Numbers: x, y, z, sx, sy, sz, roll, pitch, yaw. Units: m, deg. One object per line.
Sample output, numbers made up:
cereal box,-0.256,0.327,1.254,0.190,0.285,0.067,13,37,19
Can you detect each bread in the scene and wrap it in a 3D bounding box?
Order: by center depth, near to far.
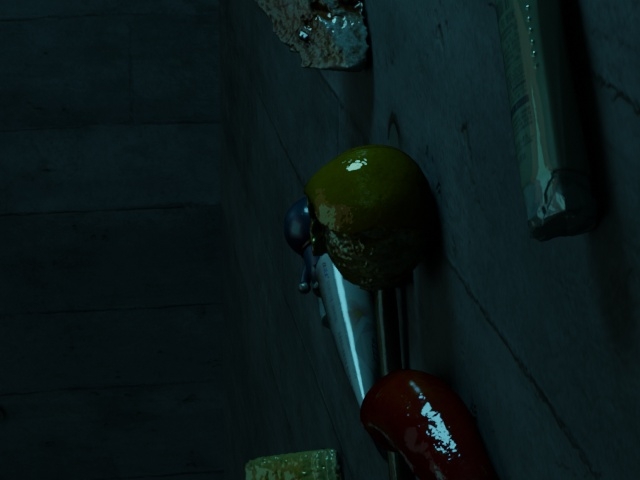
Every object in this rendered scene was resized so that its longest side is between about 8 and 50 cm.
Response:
bread,-0.004,0.376,2.181,0.160,0.169,0.140,16,-113,-56

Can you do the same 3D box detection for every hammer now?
hammer,0.085,0.191,1.637,0.111,0.044,0.365,167,98,-79

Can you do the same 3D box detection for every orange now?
orange,0.048,-0.024,1.499,0.156,0.134,0.156,4,-90,-89

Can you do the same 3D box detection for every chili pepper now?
chili pepper,0.097,0.194,1.402,0.368,0.092,0.137,-133,30,-80

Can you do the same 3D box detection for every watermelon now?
watermelon,-0.005,-0.302,1.807,0.094,0.154,0.241,108,144,-66

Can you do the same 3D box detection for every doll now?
doll,0.000,0.000,1.950,0.114,0.085,0.152,-37,55,25

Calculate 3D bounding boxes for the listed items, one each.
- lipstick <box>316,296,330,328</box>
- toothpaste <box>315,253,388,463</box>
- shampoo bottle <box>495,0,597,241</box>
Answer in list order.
lipstick,0.012,0.047,1.994,0.048,0.048,0.157,98,165,-49
toothpaste,0.043,0.120,1.776,0.100,0.066,0.323,63,-168,-52
shampoo bottle,0.158,-0.107,1.040,0.072,0.049,0.212,123,145,-68
